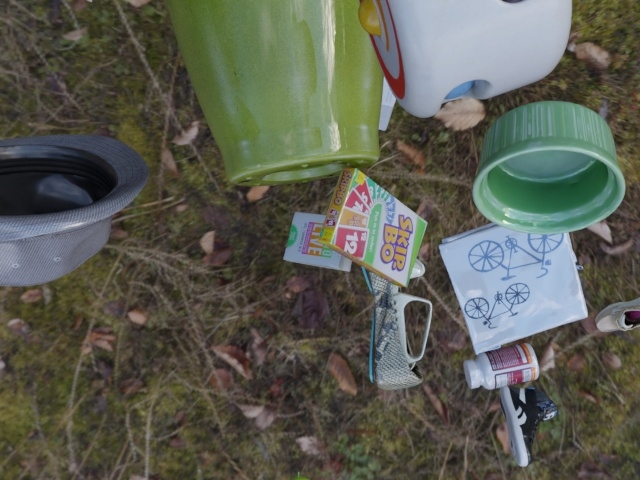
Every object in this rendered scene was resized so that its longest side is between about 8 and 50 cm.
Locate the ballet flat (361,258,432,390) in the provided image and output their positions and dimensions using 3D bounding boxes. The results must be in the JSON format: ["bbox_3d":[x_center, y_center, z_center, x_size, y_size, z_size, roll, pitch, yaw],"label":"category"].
[{"bbox_3d":[0.200,0.152,1.835,0.182,0.164,0.482,-6,92,18],"label":"ballet flat"}]

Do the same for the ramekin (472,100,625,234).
[{"bbox_3d":[0.481,-0.156,1.491,0.304,0.148,0.303,7,148,4],"label":"ramekin"}]

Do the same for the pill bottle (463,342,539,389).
[{"bbox_3d":[0.405,0.286,1.576,0.152,0.086,0.086,-11,101,-1],"label":"pill bottle"}]

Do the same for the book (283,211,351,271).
[{"bbox_3d":[0.000,0.000,1.303,0.144,0.035,0.096,7,82,42],"label":"book"}]

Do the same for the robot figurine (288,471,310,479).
[{"bbox_3d":[-0.031,0.489,1.290,0.101,0.067,0.115,-33,75,13],"label":"robot figurine"}]

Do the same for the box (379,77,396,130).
[{"bbox_3d":[0.110,-0.403,1.783,0.182,0.119,0.180,15,69,3],"label":"box"}]

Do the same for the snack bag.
[{"bbox_3d":[0.501,0.101,1.781,0.323,0.037,0.342,-20,108,5],"label":"snack bag"}]

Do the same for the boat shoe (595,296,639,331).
[{"bbox_3d":[0.717,0.180,1.639,0.063,0.059,0.170,47,136,-6],"label":"boat shoe"}]

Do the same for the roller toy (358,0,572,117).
[{"bbox_3d":[0.101,-0.208,0.577,0.146,0.191,0.209,-19,136,1],"label":"roller toy"}]

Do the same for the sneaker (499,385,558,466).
[{"bbox_3d":[0.490,0.416,1.603,0.121,0.217,0.079,-3,126,4],"label":"sneaker"}]

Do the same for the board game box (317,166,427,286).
[{"bbox_3d":[0.098,-0.012,1.151,0.039,0.259,0.124,12,78,37],"label":"board game box"}]

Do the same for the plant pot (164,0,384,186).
[{"bbox_3d":[-0.048,-0.273,1.075,0.367,0.366,0.352,-10,88,17],"label":"plant pot"}]

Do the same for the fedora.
[{"bbox_3d":[-0.354,-0.031,0.866,0.244,0.275,0.124,35,130,37],"label":"fedora"}]
